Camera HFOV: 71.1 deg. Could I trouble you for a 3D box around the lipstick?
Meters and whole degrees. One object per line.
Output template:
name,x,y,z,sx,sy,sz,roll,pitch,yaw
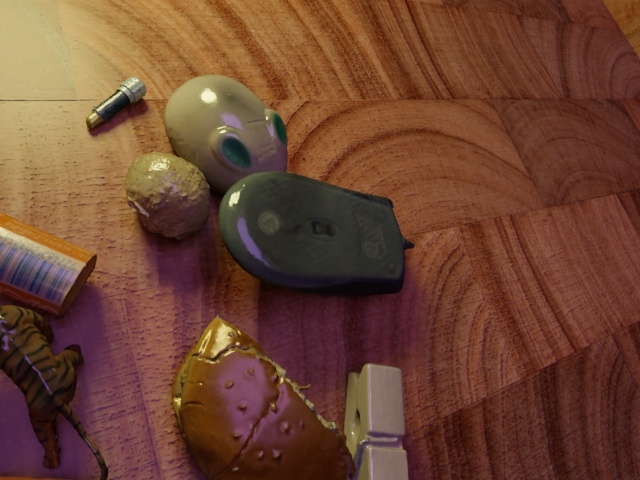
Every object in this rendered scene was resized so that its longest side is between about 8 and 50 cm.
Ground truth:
lipstick,-0.336,-0.222,0.727,0.037,0.037,0.116,40,60,-5

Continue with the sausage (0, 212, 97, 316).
sausage,-0.445,-0.009,0.541,0.312,0.093,0.092,26,58,-13

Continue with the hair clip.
hair clip,0.072,0.347,0.630,0.085,0.101,0.330,11,61,-17

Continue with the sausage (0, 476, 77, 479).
sausage,-0.333,0.292,0.443,0.260,0.113,0.113,12,63,-21

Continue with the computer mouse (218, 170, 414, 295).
computer mouse,0.000,0.000,0.740,0.371,0.122,0.188,7,68,-31

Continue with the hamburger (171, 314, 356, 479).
hamburger,-0.082,0.242,0.572,0.283,0.144,0.156,47,54,-2

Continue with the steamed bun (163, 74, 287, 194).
steamed bun,-0.148,-0.179,0.743,0.177,0.131,0.228,-33,83,-36

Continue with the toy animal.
toy animal,-0.313,0.166,0.510,0.255,0.116,0.114,46,57,-1

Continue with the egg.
egg,-0.227,-0.070,0.668,0.116,0.118,0.140,-32,94,9
